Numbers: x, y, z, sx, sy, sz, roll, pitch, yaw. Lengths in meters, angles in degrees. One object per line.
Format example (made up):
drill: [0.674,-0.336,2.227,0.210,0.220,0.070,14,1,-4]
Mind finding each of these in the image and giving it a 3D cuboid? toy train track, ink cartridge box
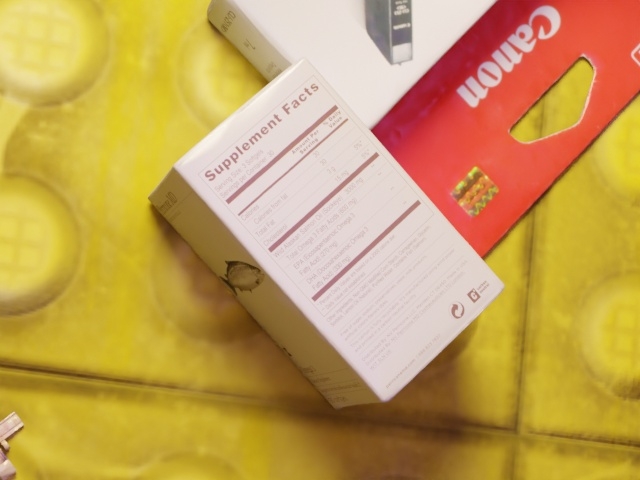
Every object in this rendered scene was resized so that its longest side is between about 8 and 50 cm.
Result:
toy train track: [-0.204,0.103,0.823,0.048,0.014,0.083,-37,92,-17]
ink cartridge box: [0.105,-0.155,0.921,0.239,0.060,0.275,46,74,-3]

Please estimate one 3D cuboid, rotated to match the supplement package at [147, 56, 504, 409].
supplement package: [0.000,0.000,0.845,0.105,0.105,0.179,-42,93,-16]
